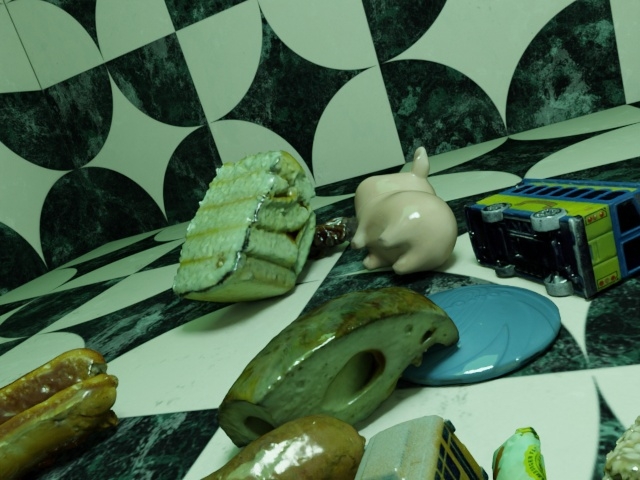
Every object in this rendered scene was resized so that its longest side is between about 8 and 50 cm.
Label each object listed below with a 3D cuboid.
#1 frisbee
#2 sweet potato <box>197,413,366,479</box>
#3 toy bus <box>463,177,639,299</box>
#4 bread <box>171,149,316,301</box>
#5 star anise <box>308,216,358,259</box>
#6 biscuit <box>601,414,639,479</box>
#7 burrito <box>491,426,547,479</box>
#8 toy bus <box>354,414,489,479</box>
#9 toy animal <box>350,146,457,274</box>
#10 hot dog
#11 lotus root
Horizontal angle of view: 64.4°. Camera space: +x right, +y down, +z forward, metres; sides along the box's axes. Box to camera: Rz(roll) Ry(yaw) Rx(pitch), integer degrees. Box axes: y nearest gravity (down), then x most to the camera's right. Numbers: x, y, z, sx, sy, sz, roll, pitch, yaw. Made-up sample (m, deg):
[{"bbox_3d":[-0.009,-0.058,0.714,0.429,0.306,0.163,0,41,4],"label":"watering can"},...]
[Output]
[{"bbox_3d":[0.209,0.120,0.775,0.289,0.049,0.289,-17,14,4],"label":"frisbee"},{"bbox_3d":[-0.081,0.259,0.509,0.291,0.098,0.097,-22,14,-14],"label":"sweet potato"},{"bbox_3d":[0.398,-0.016,0.881,0.175,0.138,0.287,-22,14,-13],"label":"toy bus"},{"bbox_3d":[-0.156,0.008,1.222,0.239,0.264,0.396,-4,57,34],"label":"bread"},{"bbox_3d":[-0.007,0.002,1.431,0.219,0.099,0.214,-16,-1,30],"label":"star anise"},{"bbox_3d":[0.303,0.172,0.414,0.168,0.071,0.082,-24,19,-33],"label":"biscuit"},{"bbox_3d":[0.148,0.220,0.344,0.054,0.104,0.288,-3,18,17],"label":"burrito"},{"bbox_3d":[0.069,0.224,0.393,0.091,0.103,0.182,-31,7,27],"label":"toy bus"},{"bbox_3d":[0.188,-0.046,1.141,0.269,0.237,0.326,-33,23,-20],"label":"toy animal"},{"bbox_3d":[-0.479,0.306,0.786,0.348,0.117,0.158,-30,44,-19],"label":"hot dog"},{"bbox_3d":[0.012,0.145,0.666,0.314,0.142,0.210,-35,21,-30],"label":"lotus root"}]
